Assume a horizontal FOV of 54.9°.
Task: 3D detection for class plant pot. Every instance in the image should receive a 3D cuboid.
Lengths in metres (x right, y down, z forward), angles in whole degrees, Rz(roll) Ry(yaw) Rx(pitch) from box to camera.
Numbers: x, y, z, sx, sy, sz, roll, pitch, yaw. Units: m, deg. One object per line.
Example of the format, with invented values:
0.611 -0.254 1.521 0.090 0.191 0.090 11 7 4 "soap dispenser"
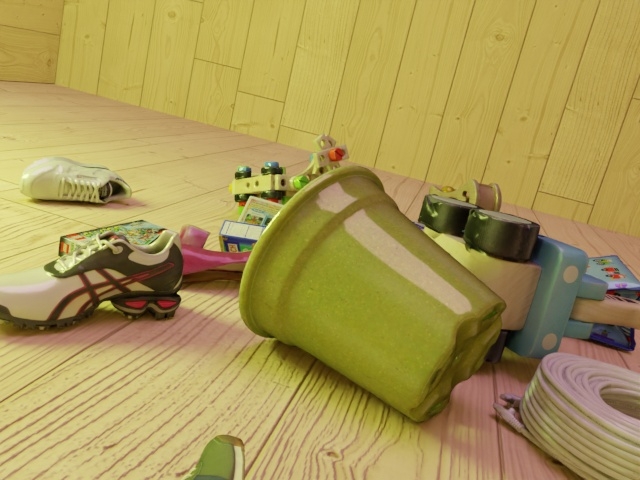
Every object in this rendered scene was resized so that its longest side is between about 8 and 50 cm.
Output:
0.082 0.084 0.791 0.254 0.276 0.276 37 25 29 "plant pot"

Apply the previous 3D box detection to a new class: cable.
0.385 0.232 0.771 0.257 0.089 0.257 5 17 -29 "cable"

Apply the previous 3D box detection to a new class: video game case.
-0.088 -0.003 1.163 0.157 0.143 0.019 17 -25 13 "video game case"

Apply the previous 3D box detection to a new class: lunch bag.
0.483 0.106 1.285 0.294 0.138 0.221 7 16 11 "lunch bag"

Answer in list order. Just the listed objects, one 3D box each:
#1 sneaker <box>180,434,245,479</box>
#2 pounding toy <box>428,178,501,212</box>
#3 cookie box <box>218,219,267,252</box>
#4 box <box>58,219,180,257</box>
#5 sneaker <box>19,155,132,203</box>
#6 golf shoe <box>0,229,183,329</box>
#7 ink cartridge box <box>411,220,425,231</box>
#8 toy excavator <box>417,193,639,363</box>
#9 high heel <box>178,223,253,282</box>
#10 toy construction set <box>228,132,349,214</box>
-0.106 0.209 0.468 0.086 0.064 0.192 16 17 -11 "sneaker"
0.335 -0.085 1.525 0.155 0.154 0.269 7 16 -23 "pounding toy"
-0.120 0.015 1.088 0.107 0.091 0.040 9 48 8 "cookie box"
-0.331 0.009 1.062 0.114 0.036 0.207 18 16 18 "box"
-0.508 -0.118 1.291 0.095 0.090 0.235 32 23 26 "sneaker"
-0.308 0.042 0.807 0.273 0.120 0.105 -3 23 -43 "golf shoe"
0.345 0.003 1.622 0.371 0.069 0.176 -1 20 -35 "ink cartridge box"
0.409 0.092 0.999 0.446 0.222 0.433 8 11 -22 "toy excavator"
-0.140 0.061 1.023 0.244 0.082 0.117 25 47 -11 "high heel"
-0.086 -0.136 1.455 0.215 0.151 0.328 1 -16 -43 "toy construction set"
